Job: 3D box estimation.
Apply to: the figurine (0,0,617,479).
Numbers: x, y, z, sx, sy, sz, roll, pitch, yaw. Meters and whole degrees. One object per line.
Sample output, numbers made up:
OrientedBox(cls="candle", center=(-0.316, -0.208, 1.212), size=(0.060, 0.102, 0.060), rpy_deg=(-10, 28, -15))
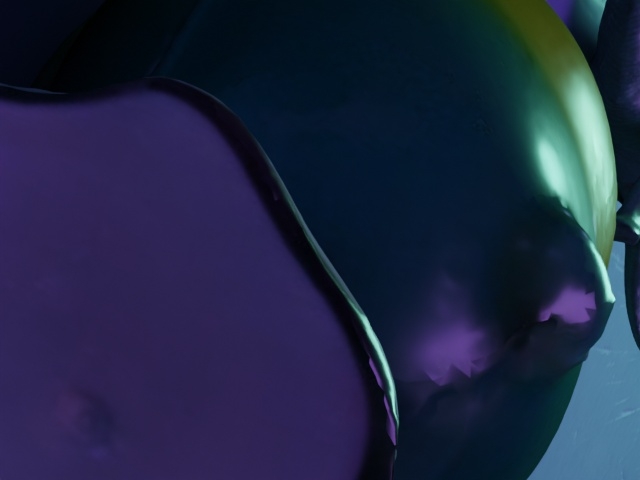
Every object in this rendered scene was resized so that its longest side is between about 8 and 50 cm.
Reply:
OrientedBox(cls="figurine", center=(0.000, 0.000, 0.612), size=(0.340, 0.231, 0.324), rpy_deg=(-42, 126, -61))

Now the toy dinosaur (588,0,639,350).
OrientedBox(cls="toy dinosaur", center=(0.236, -0.119, 1.157), size=(0.331, 0.129, 0.383), rpy_deg=(-71, 157, -11))
